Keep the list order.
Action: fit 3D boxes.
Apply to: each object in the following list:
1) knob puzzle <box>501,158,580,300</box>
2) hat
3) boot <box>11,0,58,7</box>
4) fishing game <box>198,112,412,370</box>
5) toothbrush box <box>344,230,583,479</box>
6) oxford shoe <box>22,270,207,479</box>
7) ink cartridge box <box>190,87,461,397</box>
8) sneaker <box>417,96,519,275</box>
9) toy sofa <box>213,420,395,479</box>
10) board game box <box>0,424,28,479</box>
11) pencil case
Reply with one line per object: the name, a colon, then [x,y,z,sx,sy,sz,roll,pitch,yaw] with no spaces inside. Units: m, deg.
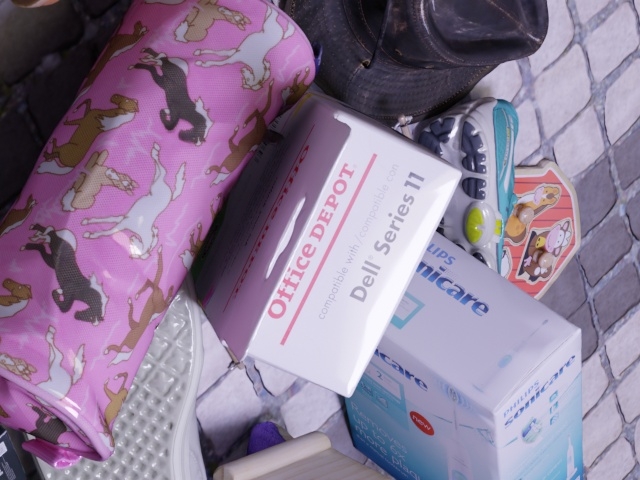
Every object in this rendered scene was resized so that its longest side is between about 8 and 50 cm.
knob puzzle: [0.223,0.007,2.107,0.213,0.030,0.213,-25,128,-36]
hat: [0.127,-0.230,1.786,0.331,0.134,0.331,-25,128,-36]
boot: [-0.119,-0.285,1.532,0.220,0.109,0.283,22,88,-54]
fishing game: [0.000,0.000,1.841,0.264,0.041,0.189,-36,136,-15]
toothbrush box: [0.135,0.147,1.909,0.126,0.216,0.295,-42,150,-22]
oxford shoe: [-0.175,0.149,1.705,0.169,0.130,0.449,-7,112,-1]
ink cartridge box: [0.000,-0.004,1.606,0.119,0.353,0.207,25,96,-13]
sneaker: [0.159,-0.013,1.977,0.110,0.107,0.275,-30,134,-47]
toy sofa: [-0.064,0.365,1.886,0.150,0.177,0.362,-15,124,-51]
board game box: [-0.298,0.240,1.660,0.126,0.026,0.186,-42,151,-22]
pencil case: [-0.147,-0.022,1.507,0.167,0.160,0.386,36,68,-18]
